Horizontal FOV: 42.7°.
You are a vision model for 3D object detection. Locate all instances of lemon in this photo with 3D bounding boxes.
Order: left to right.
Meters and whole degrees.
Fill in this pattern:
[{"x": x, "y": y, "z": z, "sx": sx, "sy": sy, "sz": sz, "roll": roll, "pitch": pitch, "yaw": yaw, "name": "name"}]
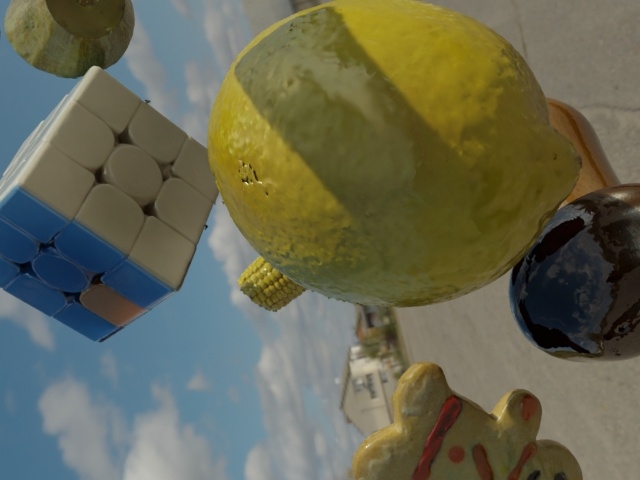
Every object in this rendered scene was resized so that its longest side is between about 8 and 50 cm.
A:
[{"x": 0.041, "y": -0.066, "z": 0.611, "sx": 0.263, "sy": 0.236, "sz": 0.236, "roll": -1, "pitch": 105, "yaw": 58, "name": "lemon"}]

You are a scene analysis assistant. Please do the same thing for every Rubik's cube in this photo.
[{"x": -0.376, "y": -0.050, "z": 1.369, "sx": 0.292, "sy": 0.290, "sz": 0.291, "roll": 35, "pitch": -133, "yaw": -23, "name": "Rubik's cube"}]

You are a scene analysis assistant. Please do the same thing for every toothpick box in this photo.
[{"x": 0.247, "y": -0.018, "z": 0.807, "sx": 0.294, "sy": 0.192, "sz": 0.192, "roll": -108, "pitch": 1, "yaw": -50, "name": "toothpick box"}]

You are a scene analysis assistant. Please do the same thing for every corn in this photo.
[{"x": 0.000, "y": 0.000, "z": 1.100, "sx": 0.081, "sy": 0.248, "sz": 0.081, "roll": 48, "pitch": 176, "yaw": 5, "name": "corn"}]

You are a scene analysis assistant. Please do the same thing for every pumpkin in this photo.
[{"x": -0.417, "y": -0.391, "z": 1.373, "sx": 0.110, "sy": 0.217, "sz": 0.217, "roll": 127, "pitch": 133, "yaw": -65, "name": "pumpkin"}]

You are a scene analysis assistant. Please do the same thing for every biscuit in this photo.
[{"x": 0.156, "y": 0.209, "z": 0.789, "sx": 0.153, "sy": 0.234, "sz": 0.030, "roll": -61, "pitch": 16, "yaw": 4, "name": "biscuit"}]
